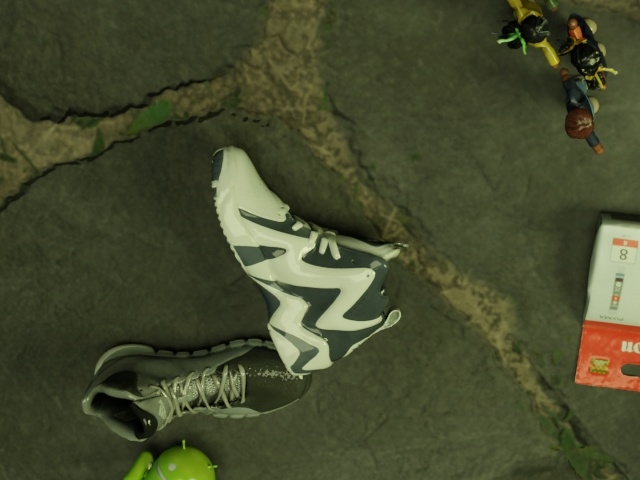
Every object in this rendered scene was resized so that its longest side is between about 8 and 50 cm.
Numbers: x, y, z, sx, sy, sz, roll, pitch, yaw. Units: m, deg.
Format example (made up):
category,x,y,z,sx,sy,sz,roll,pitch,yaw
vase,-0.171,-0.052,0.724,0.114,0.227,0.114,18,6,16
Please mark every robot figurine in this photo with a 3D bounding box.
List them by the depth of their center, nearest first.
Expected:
category,x,y,z,sx,sy,sz,roll,pitch,yaw
robot figurine,-0.155,0.263,1.254,0.101,0.067,0.115,35,109,1

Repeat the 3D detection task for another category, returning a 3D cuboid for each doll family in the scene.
category,x,y,z,sx,sy,sz,roll,pitch,yaw
doll family,0.208,-0.166,1.037,0.076,0.111,0.193,-37,99,18

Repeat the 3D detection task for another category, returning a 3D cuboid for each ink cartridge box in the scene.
category,x,y,z,sx,sy,sz,roll,pitch,yaw
ink cartridge box,0.323,0.069,1.131,0.145,0.045,0.179,7,106,7

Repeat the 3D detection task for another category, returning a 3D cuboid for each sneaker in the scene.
category,x,y,z,sx,sy,sz,roll,pitch,yaw
sneaker,0.000,0.000,1.137,0.153,0.094,0.235,-22,94,6
sneaker,-0.128,0.159,1.182,0.229,0.132,0.086,-3,107,10
